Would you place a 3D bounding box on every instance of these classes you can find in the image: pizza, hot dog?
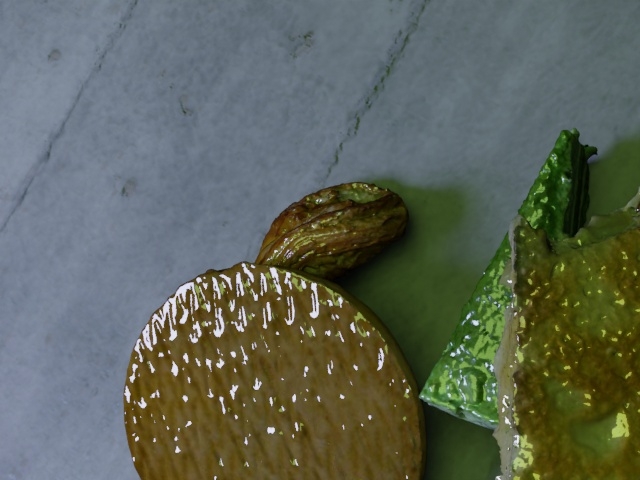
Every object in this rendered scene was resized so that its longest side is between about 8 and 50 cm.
[{"bbox_3d":[0.225,0.064,0.989,0.324,0.089,0.223,-24,84,-19],"label":"pizza"},{"bbox_3d":[0.001,0.002,1.145,0.147,0.099,0.065,-35,105,12],"label":"hot dog"}]

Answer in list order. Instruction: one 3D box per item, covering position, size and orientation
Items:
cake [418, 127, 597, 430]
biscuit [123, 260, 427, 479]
[{"bbox_3d":[0.145,0.030,1.076,0.099,0.100,0.235,6,80,20],"label":"cake"},{"bbox_3d":[-0.037,0.143,1.111,0.262,0.037,0.261,5,102,22],"label":"biscuit"}]
